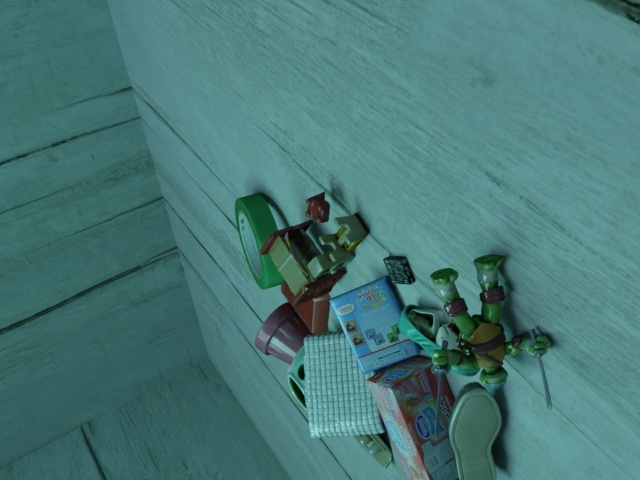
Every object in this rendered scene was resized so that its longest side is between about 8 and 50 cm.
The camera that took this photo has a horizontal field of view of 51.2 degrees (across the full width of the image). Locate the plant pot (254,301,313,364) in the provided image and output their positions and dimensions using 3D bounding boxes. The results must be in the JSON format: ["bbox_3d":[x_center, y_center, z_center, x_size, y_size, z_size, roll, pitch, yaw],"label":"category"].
[{"bbox_3d":[-0.101,0.348,2.344,0.180,0.201,0.201,37,149,21],"label":"plant pot"}]

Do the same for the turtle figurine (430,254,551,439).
[{"bbox_3d":[0.307,0.179,1.222,0.197,0.274,0.267,-12,101,32],"label":"turtle figurine"}]

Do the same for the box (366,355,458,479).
[{"bbox_3d":[0.256,0.459,1.690,0.142,0.154,0.300,-3,112,66],"label":"box"}]

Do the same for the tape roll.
[{"bbox_3d":[-0.204,0.004,2.254,0.321,0.077,0.322,164,90,-73],"label":"tape roll"}]

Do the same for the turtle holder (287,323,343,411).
[{"bbox_3d":[0.044,0.442,2.047,0.320,0.227,0.243,55,156,22],"label":"turtle holder"}]

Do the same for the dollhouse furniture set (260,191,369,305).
[{"bbox_3d":[0.000,0.000,1.827,0.201,0.152,0.374,58,140,16],"label":"dollhouse furniture set"}]

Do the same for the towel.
[{"bbox_3d":[0.075,0.391,1.839,0.234,0.121,0.284,-13,76,28],"label":"towel"}]

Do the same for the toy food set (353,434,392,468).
[{"bbox_3d":[0.097,0.617,2.213,0.219,0.092,0.306,33,162,52],"label":"toy food set"}]

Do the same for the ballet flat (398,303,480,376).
[{"bbox_3d":[0.263,0.215,1.510,0.247,0.083,0.087,33,129,49],"label":"ballet flat"}]

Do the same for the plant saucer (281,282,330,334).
[{"bbox_3d":[-0.062,0.176,2.239,0.258,0.047,0.259,51,156,30],"label":"plant saucer"}]

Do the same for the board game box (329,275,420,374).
[{"bbox_3d":[0.138,0.216,1.701,0.212,0.160,0.039,65,-162,-4],"label":"board game box"}]

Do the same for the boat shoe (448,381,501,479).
[{"bbox_3d":[0.346,0.435,1.522,0.097,0.116,0.325,-97,-4,-57],"label":"boat shoe"}]

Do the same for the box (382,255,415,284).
[{"bbox_3d":[0.187,0.071,1.597,0.083,0.018,0.067,-4,110,67],"label":"box"}]

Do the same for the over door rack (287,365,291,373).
[{"bbox_3d":[-0.065,0.507,2.529,0.239,0.108,0.324,50,155,33],"label":"over door rack"}]
